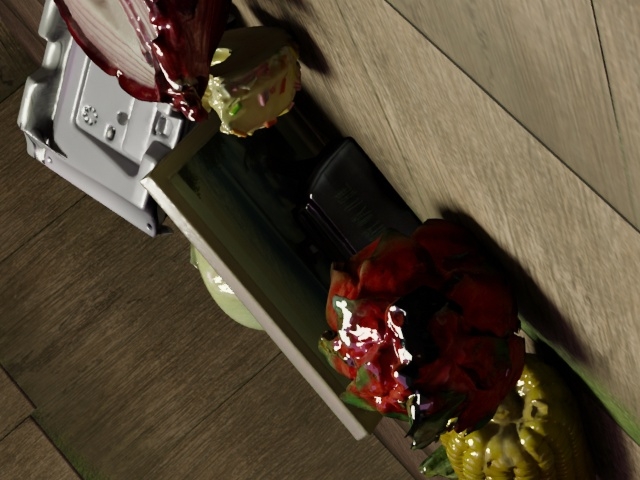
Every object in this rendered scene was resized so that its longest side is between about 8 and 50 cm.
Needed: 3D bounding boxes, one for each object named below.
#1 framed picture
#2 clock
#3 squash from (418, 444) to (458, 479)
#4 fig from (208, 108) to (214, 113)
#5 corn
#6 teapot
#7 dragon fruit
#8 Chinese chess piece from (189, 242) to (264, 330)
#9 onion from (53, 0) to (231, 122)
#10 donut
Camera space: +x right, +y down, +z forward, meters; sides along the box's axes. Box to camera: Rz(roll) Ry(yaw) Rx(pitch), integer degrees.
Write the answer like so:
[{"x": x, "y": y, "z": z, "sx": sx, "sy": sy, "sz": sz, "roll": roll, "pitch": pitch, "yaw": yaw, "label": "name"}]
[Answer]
[{"x": -0.013, "y": 0.006, "z": 1.800, "sx": 0.024, "sy": 0.232, "sz": 0.315, "roll": -34, "pitch": 101, "yaw": 38, "label": "framed picture"}, {"x": -0.189, "y": -0.148, "z": 1.837, "sx": 0.186, "sy": 0.253, "sz": 0.083, "roll": 32, "pitch": -150, "yaw": 25, "label": "clock"}, {"x": 0.165, "y": 0.214, "z": 1.976, "sx": 0.105, "sy": 0.132, "sz": 0.105, "roll": 50, "pitch": 172, "yaw": 10, "label": "squash"}, {"x": -0.230, "y": -0.216, "z": 2.006, "sx": 0.290, "sy": 0.190, "sz": 0.190, "roll": 48, "pitch": 173, "yaw": 2, "label": "fig"}, {"x": 0.193, "y": 0.205, "z": 1.790, "sx": 0.131, "sy": 0.131, "sz": 0.344, "roll": 46, "pitch": 175, "yaw": 27, "label": "corn"}, {"x": 0.022, "y": -0.019, "z": 1.771, "sx": 0.177, "sy": 0.096, "sz": 0.087, "roll": 50, "pitch": 173, "yaw": -10, "label": "teapot"}, {"x": 0.084, "y": 0.070, "z": 1.590, "sx": 0.188, "sy": 0.182, "sz": 0.182, "roll": 33, "pitch": 165, "yaw": 35, "label": "dragon fruit"}, {"x": -0.058, "y": 0.005, "z": 2.084, "sx": 0.083, "sy": 0.188, "sz": 0.188, "roll": -17, "pitch": 123, "yaw": 34, "label": "Chinese chess piece"}, {"x": -0.136, "y": -0.212, "z": 1.558, "sx": 0.283, "sy": 0.120, "sz": 0.227, "roll": 56, "pitch": 160, "yaw": 24, "label": "onion"}, {"x": -0.070, "y": -0.138, "z": 1.634, "sx": 0.166, "sy": 0.108, "sz": 0.065, "roll": 23, "pitch": 134, "yaw": 59, "label": "donut"}]
